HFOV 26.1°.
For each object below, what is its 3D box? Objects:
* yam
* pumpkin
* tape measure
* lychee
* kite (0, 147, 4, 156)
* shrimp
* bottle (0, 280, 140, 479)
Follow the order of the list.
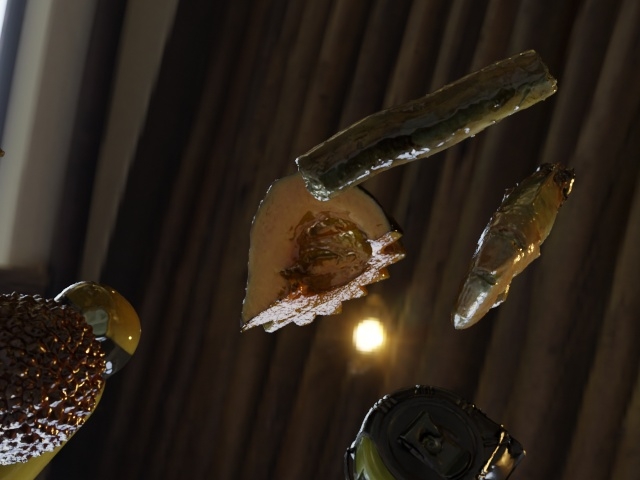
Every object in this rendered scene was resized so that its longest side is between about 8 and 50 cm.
[{"bbox_3d":[0.122,-0.135,1.589,0.067,0.317,0.071,69,-6,-51],"label":"yam"},{"bbox_3d":[0.000,0.000,1.719,0.254,0.130,0.149,-36,-112,29],"label":"pumpkin"},{"bbox_3d":[0.126,0.269,1.671,0.186,0.199,0.112,34,-34,15],"label":"tape measure"},{"bbox_3d":[-0.305,0.134,1.387,0.188,0.188,0.188,-19,-113,54],"label":"lychee"},{"bbox_3d":[-0.486,-0.149,1.616,0.141,0.245,0.015,-51,178,-4],"label":"kite"},{"bbox_3d":[0.202,-0.003,1.430,0.267,0.061,0.145,-56,168,-43],"label":"shrimp"},{"bbox_3d":[-0.410,0.211,2.021,0.351,0.171,0.171,-50,-145,-5],"label":"bottle"}]
